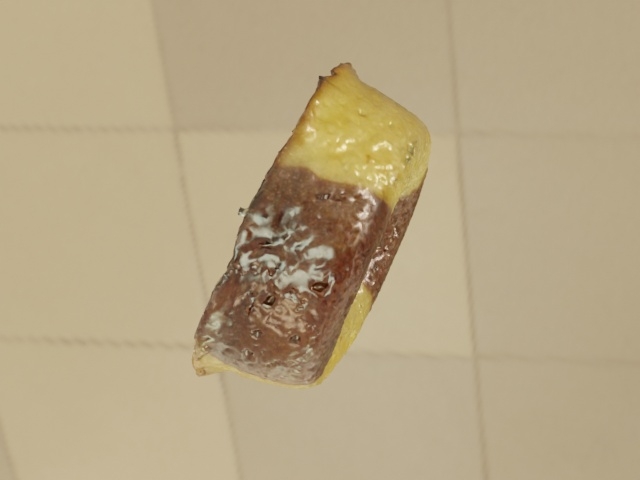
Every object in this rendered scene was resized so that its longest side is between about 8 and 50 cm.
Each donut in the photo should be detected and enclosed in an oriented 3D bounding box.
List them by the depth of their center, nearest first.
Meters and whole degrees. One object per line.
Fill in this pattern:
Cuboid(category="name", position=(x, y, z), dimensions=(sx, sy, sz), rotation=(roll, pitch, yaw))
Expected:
Cuboid(category="donut", position=(0.000, 0.000, 1.001), dimensions=(0.073, 0.184, 0.166), rotation=(23, 148, 9))
